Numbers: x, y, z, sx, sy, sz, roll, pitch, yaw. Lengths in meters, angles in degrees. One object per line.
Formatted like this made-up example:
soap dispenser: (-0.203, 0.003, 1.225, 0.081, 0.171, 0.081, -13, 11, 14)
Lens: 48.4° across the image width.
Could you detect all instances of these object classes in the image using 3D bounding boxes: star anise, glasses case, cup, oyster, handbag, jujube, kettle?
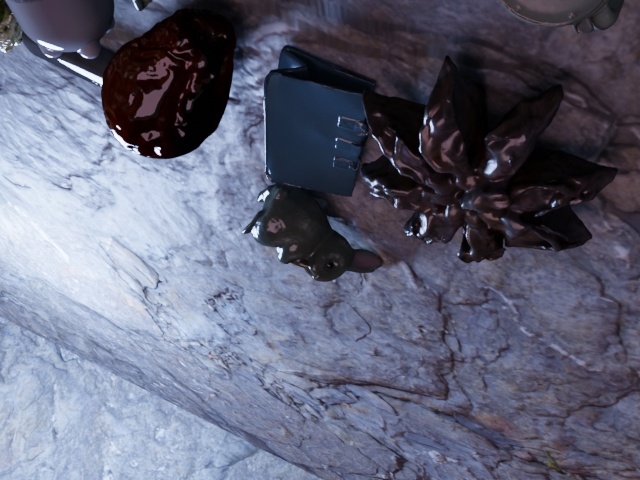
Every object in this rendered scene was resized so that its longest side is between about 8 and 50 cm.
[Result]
star anise: (0.182, -0.076, 0.859, 0.331, 0.118, 0.332, 17, 144, 13)
glasses case: (-0.376, -0.284, 1.121, 0.190, 0.042, 0.072, 26, 156, 9)
cup: (-0.362, -0.328, 0.953, 0.173, 0.134, 0.142, 18, 148, 19)
oyster: (-0.544, -0.349, 1.142, 0.209, 0.072, 0.133, 23, 145, 18)
handbag: (-0.005, -0.150, 0.978, 0.144, 0.057, 0.221, 20, 146, 7)
jujube: (-0.199, -0.212, 0.957, 0.168, 0.168, 0.236, 38, 138, -12)
kettle: (0.211, -0.243, 0.564, 0.127, 0.148, 0.098, 34, 147, -1)

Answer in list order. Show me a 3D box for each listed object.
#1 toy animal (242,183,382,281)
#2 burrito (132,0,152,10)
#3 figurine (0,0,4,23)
toy animal: (-0.008, 0.004, 1.144, 0.236, 0.108, 0.138, 36, 148, -9)
burrito: (-0.261, -0.408, 0.816, 0.096, 0.066, 0.309, 17, 146, 31)
figurine: (-0.533, -0.371, 0.913, 0.231, 0.324, 0.340, 11, 170, -12)
